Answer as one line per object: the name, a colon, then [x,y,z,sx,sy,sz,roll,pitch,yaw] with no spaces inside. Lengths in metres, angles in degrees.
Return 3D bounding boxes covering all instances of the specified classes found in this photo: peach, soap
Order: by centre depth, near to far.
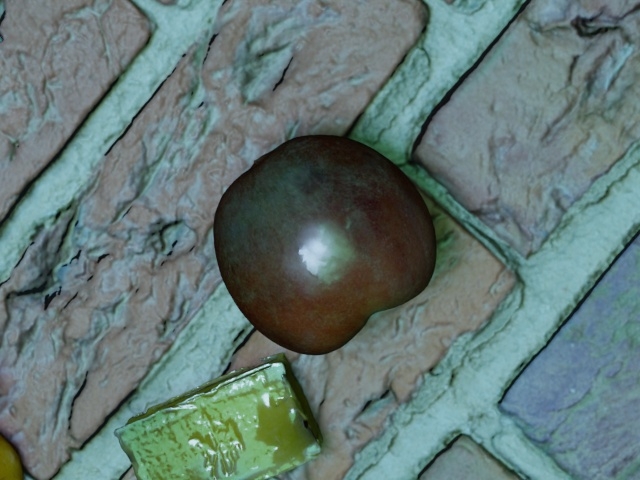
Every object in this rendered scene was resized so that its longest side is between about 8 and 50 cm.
peach: [0.000,0.000,1.448,0.252,0.252,0.252,1,98,4]
soap: [-0.124,0.245,1.567,0.233,0.076,0.135,-23,94,8]

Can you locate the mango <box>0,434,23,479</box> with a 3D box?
mango: [-0.433,0.315,1.594,0.115,0.089,0.165,9,102,-7]

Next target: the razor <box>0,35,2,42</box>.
razor: [-0.448,-0.216,1.548,0.135,0.040,0.068,-30,96,1]
